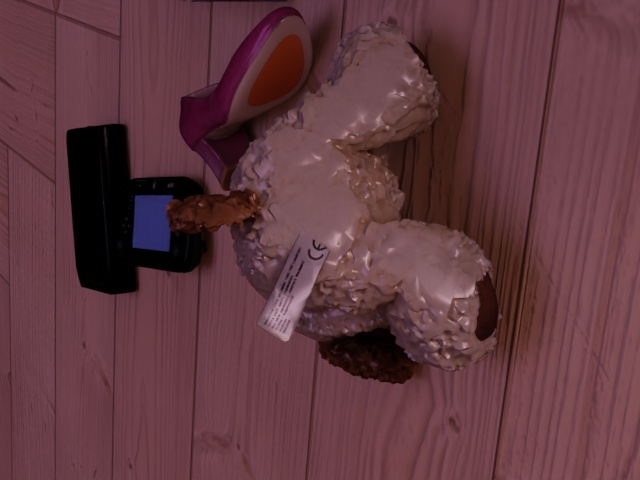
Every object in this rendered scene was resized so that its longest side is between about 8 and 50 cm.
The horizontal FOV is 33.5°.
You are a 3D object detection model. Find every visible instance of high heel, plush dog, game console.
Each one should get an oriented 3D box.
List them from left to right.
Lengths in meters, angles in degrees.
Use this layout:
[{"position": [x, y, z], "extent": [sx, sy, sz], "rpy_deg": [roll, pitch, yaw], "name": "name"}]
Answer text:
[{"position": [-0.228, -0.038, 1.280], "extent": [0.361, 0.044, 0.213], "rpy_deg": [4, 99, 58], "name": "game console"}, {"position": [-0.079, -0.155, 0.980], "extent": [0.117, 0.082, 0.244], "rpy_deg": [59, 155, 19], "name": "high heel"}, {"position": [0.000, 0.000, 0.804], "extent": [0.225, 0.210, 0.262], "rpy_deg": [93, 162, -72], "name": "plush dog"}]
